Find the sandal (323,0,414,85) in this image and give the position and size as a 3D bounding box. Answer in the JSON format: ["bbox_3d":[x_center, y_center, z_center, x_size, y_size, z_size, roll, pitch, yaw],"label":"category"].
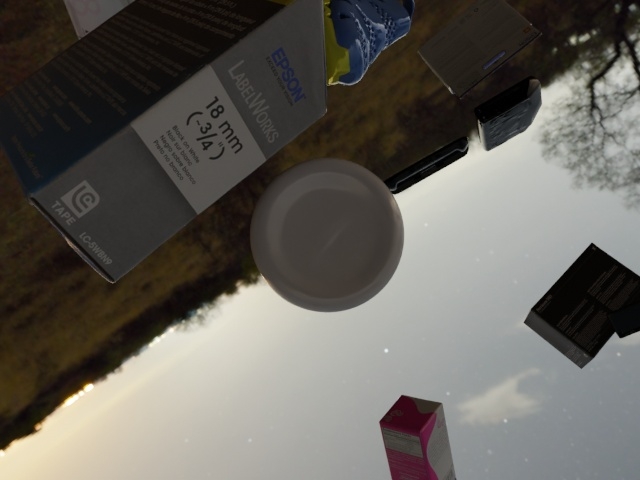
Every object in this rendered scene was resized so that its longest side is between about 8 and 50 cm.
[{"bbox_3d":[0.066,-0.320,0.929,0.138,0.126,0.317,2,-142,8],"label":"sandal"}]

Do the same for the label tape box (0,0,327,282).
[{"bbox_3d":[-0.116,-0.149,0.570,0.333,0.106,0.240,-41,-139,-10],"label":"label tape box"}]

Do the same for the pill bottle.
[{"bbox_3d":[0.000,0.000,1.010,0.210,0.210,0.363,-36,180,-4],"label":"pill bottle"}]

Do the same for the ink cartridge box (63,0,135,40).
[{"bbox_3d":[-0.380,-0.436,1.284,0.232,0.189,0.066,4,-134,10],"label":"ink cartridge box"}]

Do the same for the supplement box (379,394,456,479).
[{"bbox_3d":[0.224,0.481,1.452,0.114,0.220,0.111,4,-155,37],"label":"supplement box"}]

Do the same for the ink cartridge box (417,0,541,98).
[{"bbox_3d":[0.365,-0.445,1.468,0.223,0.224,0.045,-37,138,14],"label":"ink cartridge box"}]

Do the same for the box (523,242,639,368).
[{"bbox_3d":[0.676,0.162,1.615,0.261,0.184,0.103,-42,159,-16],"label":"box"}]

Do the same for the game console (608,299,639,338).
[{"bbox_3d":[0.731,0.169,1.466,0.122,0.071,0.107,-27,173,18],"label":"game console"}]

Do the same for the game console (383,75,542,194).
[{"bbox_3d":[0.286,-0.200,1.314,0.361,0.044,0.213,-30,165,11],"label":"game console"}]
